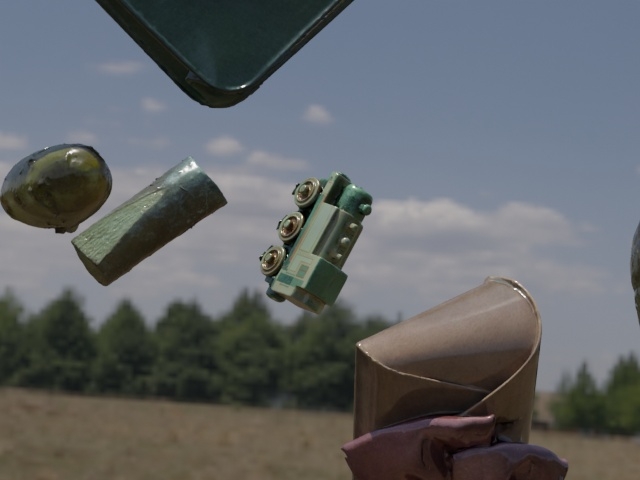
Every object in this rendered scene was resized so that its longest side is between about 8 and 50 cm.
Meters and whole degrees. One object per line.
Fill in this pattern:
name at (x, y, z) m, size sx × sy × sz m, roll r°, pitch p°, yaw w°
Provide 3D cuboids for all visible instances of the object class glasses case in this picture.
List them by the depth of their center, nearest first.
glasses case at (0.053, 0.121, 0.707) m, size 0.102 × 0.193 × 0.070 m, roll -23°, pitch 41°, yaw -31°

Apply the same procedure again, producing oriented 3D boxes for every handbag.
handbag at (-0.067, -0.313, 1.689) m, size 0.238 × 0.326 × 0.089 m, roll 46°, pitch -11°, yaw 3°

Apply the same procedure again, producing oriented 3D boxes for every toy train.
toy train at (0.000, 0.000, 2.139) m, size 0.081 × 0.194 × 0.125 m, roll 34°, pitch -9°, yaw -37°

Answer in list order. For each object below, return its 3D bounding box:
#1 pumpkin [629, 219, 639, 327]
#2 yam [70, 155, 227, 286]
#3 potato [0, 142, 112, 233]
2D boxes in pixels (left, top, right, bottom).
pumpkin at (0.392, 0.062, 1.446) m, size 0.189 × 0.260 × 0.260 m, roll -14°, pitch -13°, yaw 26°
yam at (-0.183, -0.022, 1.746) m, size 0.169 × 0.068 × 0.068 m, roll -35°, pitch 5°, yaw -15°
potato at (-0.241, -0.049, 1.519) m, size 0.105 × 0.085 × 0.188 m, roll -23°, pitch 3°, yaw -19°
